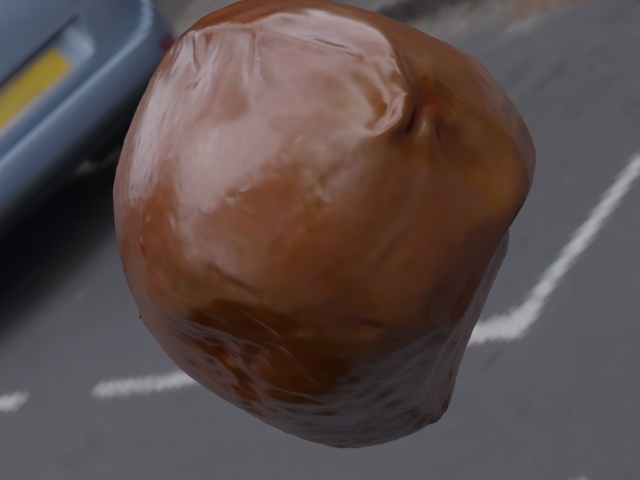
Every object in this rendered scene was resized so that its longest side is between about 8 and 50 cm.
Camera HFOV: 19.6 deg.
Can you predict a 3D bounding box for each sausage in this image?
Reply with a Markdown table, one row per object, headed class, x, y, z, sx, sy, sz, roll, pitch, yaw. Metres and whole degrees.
| class | x | y | z | sx | sy | sz | roll | pitch | yaw |
| --- | --- | --- | --- | --- | --- | --- | --- | --- | --- |
| sausage | -0.003 | -0.001 | 0.611 | 0.133 | 0.133 | 0.258 | -44 | -9 | -8 |
